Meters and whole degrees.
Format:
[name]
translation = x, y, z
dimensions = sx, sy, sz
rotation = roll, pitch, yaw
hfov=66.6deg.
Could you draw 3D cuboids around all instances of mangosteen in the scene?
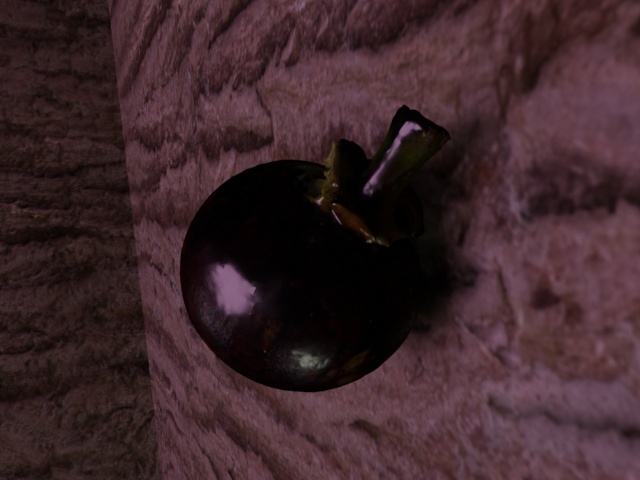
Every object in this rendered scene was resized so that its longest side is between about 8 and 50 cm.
[mangosteen]
translation = 0.000, 0.000, 0.447
dimensions = 0.231, 0.232, 0.289
rotation = 59, 136, 36
